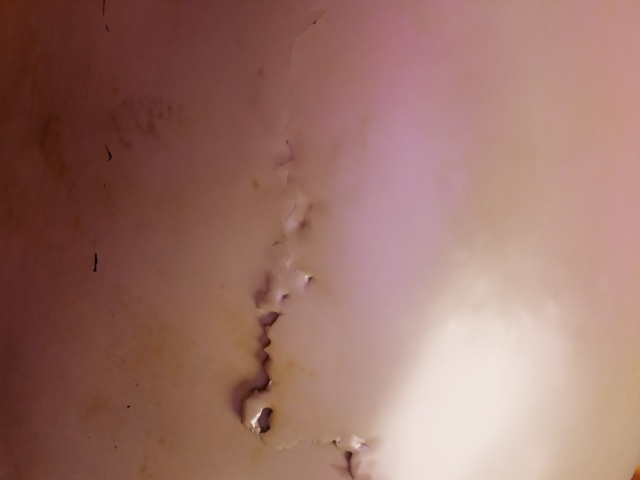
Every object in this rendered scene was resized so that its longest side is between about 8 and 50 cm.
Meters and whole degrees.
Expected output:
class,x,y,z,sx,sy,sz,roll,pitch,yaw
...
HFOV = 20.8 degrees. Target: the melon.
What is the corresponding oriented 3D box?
class,x,y,z,sx,sy,sz,roll,pitch,yaw
melon,0.000,0.000,0.519,0.223,0.223,0.317,7,107,-24
